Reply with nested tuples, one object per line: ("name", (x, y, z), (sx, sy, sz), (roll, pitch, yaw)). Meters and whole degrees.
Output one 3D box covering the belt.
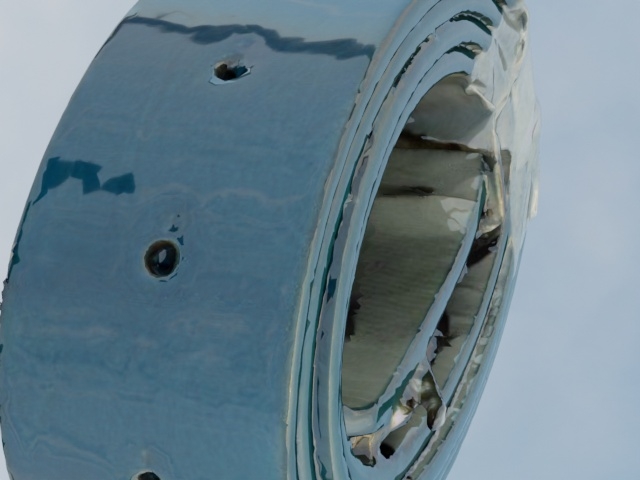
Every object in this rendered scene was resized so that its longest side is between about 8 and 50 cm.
("belt", (0.000, 0.001, 0.903), (0.173, 0.436, 0.300), (7, -64, 15))
